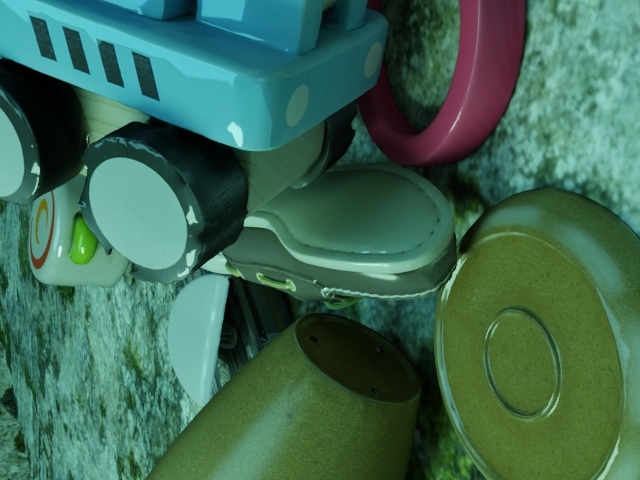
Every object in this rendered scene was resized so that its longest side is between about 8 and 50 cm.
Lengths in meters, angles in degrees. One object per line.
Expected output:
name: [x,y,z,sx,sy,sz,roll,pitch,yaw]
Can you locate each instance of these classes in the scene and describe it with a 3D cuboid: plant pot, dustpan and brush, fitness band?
plant pot: [0.145,0.083,0.594,0.236,0.032,0.237,15,107,61]
dustpan and brush: [-0.141,0.096,0.991,0.211,0.060,0.147,14,95,54]
plant pot: [-0.021,0.199,0.754,0.254,0.237,0.237,-62,40,21]
fitness band: [0.073,-0.202,0.670,0.209,0.054,0.291,3,98,59]

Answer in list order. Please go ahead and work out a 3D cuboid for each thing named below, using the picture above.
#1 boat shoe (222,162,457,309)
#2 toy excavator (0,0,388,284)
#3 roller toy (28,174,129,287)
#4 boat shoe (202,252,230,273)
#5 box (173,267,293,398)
boat shoe: [0.000,0.000,0.733,0.324,0.116,0.097,13,135,51]
toy excavator: [-0.041,-0.202,0.543,0.432,0.222,0.445,22,125,21]
roller toy: [-0.393,-0.020,1.449,0.191,0.146,0.209,-48,46,42]
boat shoe: [-0.148,-0.119,0.964,0.341,0.127,0.158,55,163,44]
box: [-0.101,0.102,1.022,0.183,0.056,0.231,-60,44,47]
